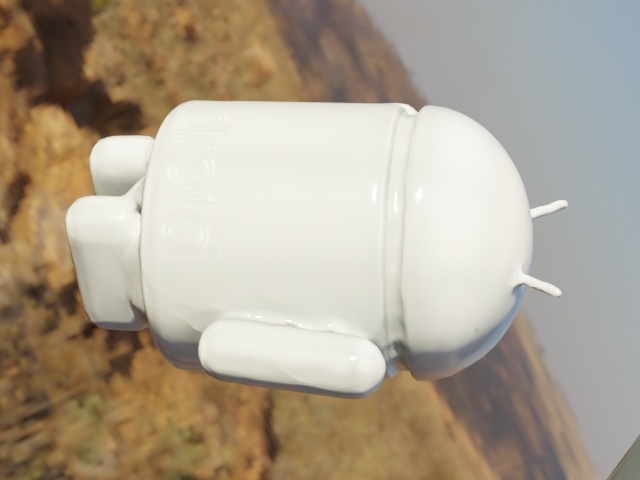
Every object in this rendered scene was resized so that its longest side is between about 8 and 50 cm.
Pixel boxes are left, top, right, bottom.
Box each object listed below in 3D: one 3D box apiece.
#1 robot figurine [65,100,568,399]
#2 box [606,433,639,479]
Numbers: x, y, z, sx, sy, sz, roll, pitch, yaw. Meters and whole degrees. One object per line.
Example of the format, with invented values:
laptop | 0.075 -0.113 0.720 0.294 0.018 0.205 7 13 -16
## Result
robot figurine | 0.000 0.000 1.311 0.300 0.354 0.199 -80 168 -45
box | 0.337 0.193 1.375 0.184 0.261 0.103 28 18 -13
